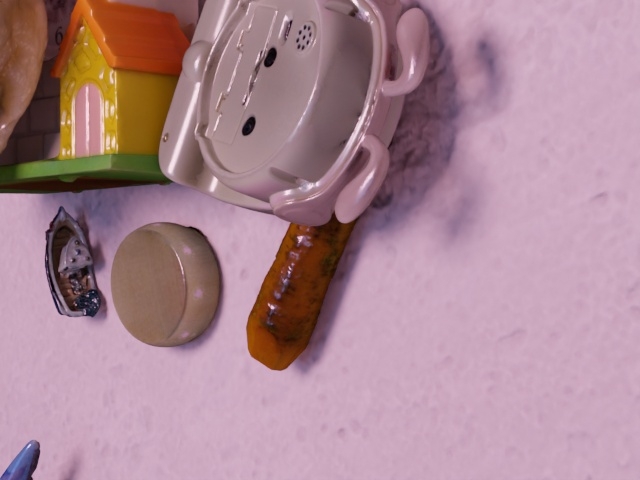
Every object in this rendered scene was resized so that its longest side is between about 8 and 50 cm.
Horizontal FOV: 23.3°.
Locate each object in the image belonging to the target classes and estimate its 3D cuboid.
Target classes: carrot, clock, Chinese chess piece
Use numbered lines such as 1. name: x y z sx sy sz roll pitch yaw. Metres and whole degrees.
1. carrot: 0.000 0.000 0.929 0.042 0.042 0.171 41 114 37
2. clock: -0.169 -0.162 1.046 0.219 0.106 0.255 -3 87 44
3. Chinese chess piece: -0.103 0.029 1.033 0.084 0.034 0.084 3 94 43
4. clock: -0.013 -0.086 0.891 0.191 0.062 0.152 22 93 54

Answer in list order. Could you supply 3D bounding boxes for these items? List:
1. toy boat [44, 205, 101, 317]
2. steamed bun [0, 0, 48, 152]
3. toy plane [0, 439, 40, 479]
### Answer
1. toy boat: -0.177 0.016 1.102 0.038 0.038 0.083 -28 71 41
2. steamed bun: -0.258 -0.096 0.981 0.172 0.140 0.155 23 115 48
3. toy plane: -0.243 0.245 1.144 0.169 0.078 0.246 40 111 37
